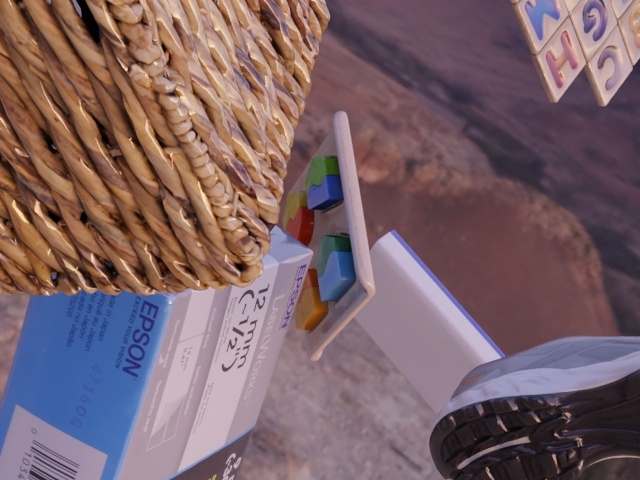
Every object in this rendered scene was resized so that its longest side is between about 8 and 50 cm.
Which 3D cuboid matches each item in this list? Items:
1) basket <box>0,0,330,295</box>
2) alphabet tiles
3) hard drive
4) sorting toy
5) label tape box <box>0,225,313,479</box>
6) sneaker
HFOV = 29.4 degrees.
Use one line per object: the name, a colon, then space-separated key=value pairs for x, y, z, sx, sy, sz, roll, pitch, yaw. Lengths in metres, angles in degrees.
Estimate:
basket: x=-0.140 y=-0.143 z=0.598 sx=0.299 sy=0.213 sz=0.223 roll=67 pitch=28 yaw=-46
alphabet tiles: x=0.247 y=-0.303 z=1.092 sx=0.011 sy=0.285 sz=0.343 roll=16 pitch=-32 yaw=43
hard drive: x=0.165 y=0.156 z=1.654 sx=0.319 sy=0.040 sz=0.210 roll=49 pitch=-27 yaw=13
sorting toy: x=0.000 y=0.000 z=1.233 sx=0.038 sy=0.208 sz=0.193 roll=-1 pitch=65 yaw=-17
label tape box: x=-0.107 y=0.107 z=0.974 sx=0.115 sy=0.249 sz=0.347 roll=24 pitch=16 yaw=21
sneaker: x=0.208 y=0.097 z=0.806 sx=0.108 sy=0.271 sz=0.100 roll=-60 pitch=137 yaw=-61
